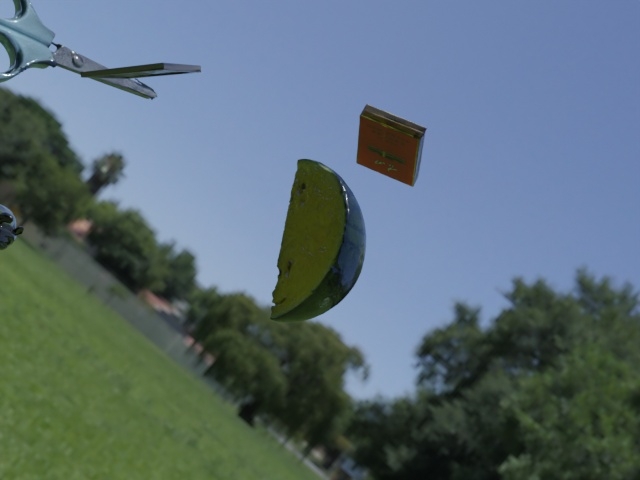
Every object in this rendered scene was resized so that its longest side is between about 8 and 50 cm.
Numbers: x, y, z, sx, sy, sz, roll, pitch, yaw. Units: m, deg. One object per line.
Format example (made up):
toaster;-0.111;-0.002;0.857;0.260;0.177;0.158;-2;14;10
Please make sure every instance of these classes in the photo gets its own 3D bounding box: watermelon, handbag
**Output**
watermelon;0.004;-0.003;1.355;0.092;0.182;0.075;11;-19;1
handbag;-0.378;-0.020;1.500;0.072;0.047;0.111;30;-3;-5

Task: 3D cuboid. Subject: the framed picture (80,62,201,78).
framed picture;-0.225;-0.214;1.648;0.109;0.011;0.149;-3;5;14

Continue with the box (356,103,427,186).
box;0.095;-0.129;1.776;0.090;0.023;0.133;26;-24;10

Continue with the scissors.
scissors;-0.390;-0.280;1.951;0.360;0.191;0.029;20;-32;-36
